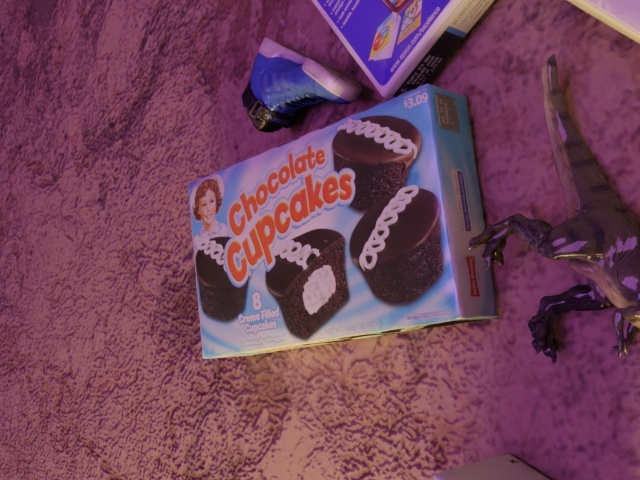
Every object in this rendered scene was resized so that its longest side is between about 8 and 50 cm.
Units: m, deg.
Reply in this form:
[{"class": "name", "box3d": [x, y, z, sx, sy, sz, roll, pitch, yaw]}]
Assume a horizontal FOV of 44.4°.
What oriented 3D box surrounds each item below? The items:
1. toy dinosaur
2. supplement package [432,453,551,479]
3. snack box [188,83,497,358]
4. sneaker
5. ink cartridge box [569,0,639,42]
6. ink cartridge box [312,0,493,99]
[{"class": "toy dinosaur", "box3d": [0.179, 0.011, 0.546, 0.118, 0.064, 0.268, -37, 60, 30]}, {"class": "supplement package", "box3d": [0.120, 0.260, 0.553, 0.105, 0.105, 0.179, 27, 106, 43]}, {"class": "snack box", "box3d": [0.000, 0.000, 0.720, 0.322, 0.060, 0.187, -16, 76, 43]}, {"class": "sneaker", "box3d": [-0.024, -0.135, 0.751, 0.152, 0.058, 0.085, 37, 107, 44]}, {"class": "ink cartridge box", "box3d": [0.188, -0.178, 0.488, 0.191, 0.139, 0.082, 47, 117, 35]}, {"class": "ink cartridge box", "box3d": [0.077, -0.261, 0.669, 0.206, 0.045, 0.208, -50, 55, 29]}]
